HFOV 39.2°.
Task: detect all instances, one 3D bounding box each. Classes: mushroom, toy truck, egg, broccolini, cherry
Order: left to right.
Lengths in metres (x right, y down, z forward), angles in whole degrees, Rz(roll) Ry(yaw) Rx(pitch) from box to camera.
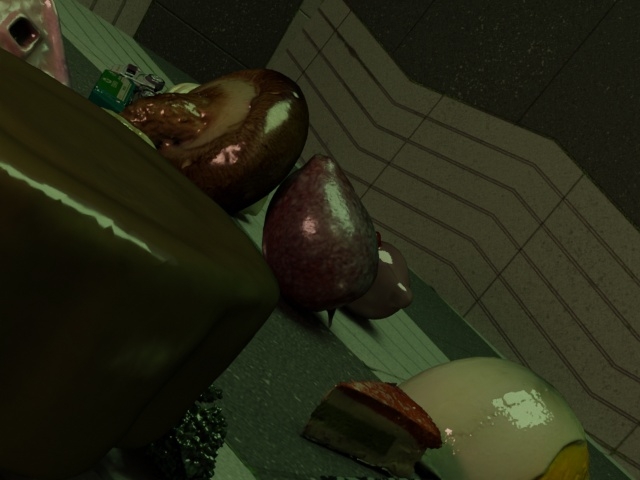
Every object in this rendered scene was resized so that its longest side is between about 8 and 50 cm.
[{"bbox_3d":[-0.372,-0.253,1.692,0.124,0.114,0.253,26,23,-16],"label":"toy truck"},{"bbox_3d":[-0.138,0.112,0.889,0.392,0.074,0.079,-116,-169,-65],"label":"broccolini"},{"bbox_3d":[-0.170,-0.176,1.582,0.345,0.345,0.239,43,-19,30],"label":"mushroom"},{"bbox_3d":[0.000,0.000,1.562,0.202,0.300,0.230,-6,0,11],"label":"cherry"},{"bbox_3d":[0.269,0.282,1.360,0.337,0.201,0.337,39,6,-5],"label":"egg"}]

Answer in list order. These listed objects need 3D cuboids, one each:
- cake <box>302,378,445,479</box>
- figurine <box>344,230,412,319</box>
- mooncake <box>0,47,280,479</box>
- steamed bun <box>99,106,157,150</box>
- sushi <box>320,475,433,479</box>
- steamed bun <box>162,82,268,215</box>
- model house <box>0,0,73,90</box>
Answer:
[{"bbox_3d":[0.078,0.241,1.124,0.116,0.086,0.220,40,7,23],"label":"cake"},{"bbox_3d":[0.106,0.081,1.851,0.173,0.173,0.173,38,8,-6],"label":"figurine"},{"bbox_3d":[-0.228,0.002,0.669,0.378,0.201,0.378,36,8,-6],"label":"mooncake"},{"bbox_3d":[-0.273,-0.047,0.995,0.140,0.172,0.155,28,27,-3],"label":"steamed bun"},{"bbox_3d":[0.108,0.336,0.893,0.231,0.047,0.220,21,24,-52],"label":"sushi"},{"bbox_3d":[-0.220,-0.215,1.894,0.289,0.203,0.276,42,9,26],"label":"steamed bun"},{"bbox_3d":[-0.354,-0.199,0.897,0.237,0.237,0.202,57,37,-28],"label":"model house"}]
